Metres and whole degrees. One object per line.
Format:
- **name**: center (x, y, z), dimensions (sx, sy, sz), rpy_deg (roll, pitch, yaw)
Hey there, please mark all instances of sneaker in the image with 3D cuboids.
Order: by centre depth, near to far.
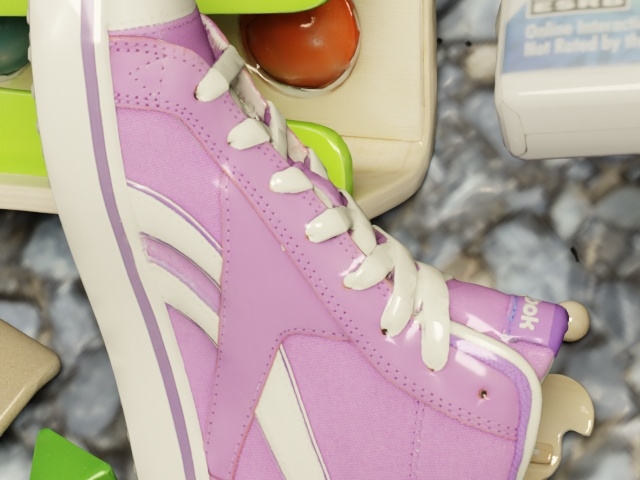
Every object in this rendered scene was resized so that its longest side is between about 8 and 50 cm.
- **sneaker**: center (0.000, 0.000, 0.699), dimensions (0.161, 0.102, 0.282), rpy_deg (-11, 107, 12)

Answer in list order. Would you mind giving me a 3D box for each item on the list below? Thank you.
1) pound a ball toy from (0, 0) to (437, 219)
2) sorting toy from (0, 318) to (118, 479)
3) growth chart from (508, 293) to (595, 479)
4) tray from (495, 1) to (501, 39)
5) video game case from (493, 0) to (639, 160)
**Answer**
- **pound a ball toy**: center (-0.072, -0.122, 0.818), dimensions (0.319, 0.136, 0.208), rpy_deg (4, 106, 24)
- **sorting toy**: center (-0.233, 0.089, 0.858), dimensions (0.347, 0.047, 0.196), rpy_deg (28, 65, 28)
- **growth chart**: center (0.010, 0.124, 0.763), dimensions (0.172, 0.021, 0.237), rpy_deg (8, 72, 25)
- **tray**: center (0.176, -0.079, 0.725), dimensions (0.270, 0.030, 0.145), rpy_deg (34, 123, 31)
- **video game case**: center (0.227, -0.157, 0.632), dimensions (0.329, 0.036, 0.300), rpy_deg (-3, 52, 15)
